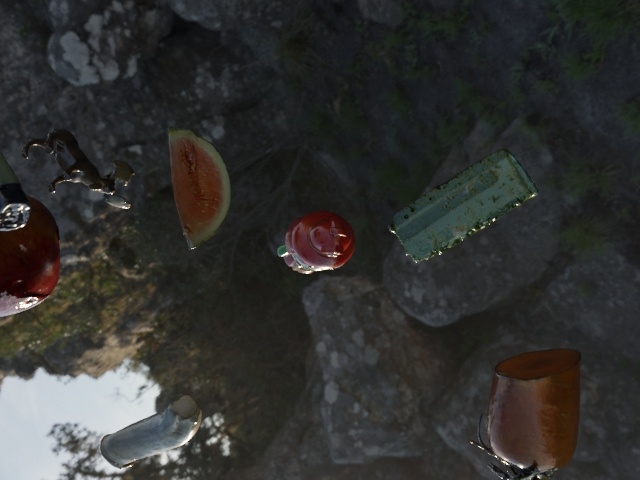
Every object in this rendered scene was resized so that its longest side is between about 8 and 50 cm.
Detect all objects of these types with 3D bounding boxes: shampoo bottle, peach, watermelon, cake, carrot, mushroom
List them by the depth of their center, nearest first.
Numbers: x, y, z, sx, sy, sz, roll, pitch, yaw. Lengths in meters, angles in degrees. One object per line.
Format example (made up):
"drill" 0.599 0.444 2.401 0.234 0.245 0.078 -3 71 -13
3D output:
"cake" 0.236 -0.055 0.970 0.100 0.235 0.099 58 -171 5
"shampoo bottle" -0.711 -0.166 1.168 0.359 0.078 0.134 50 127 18
"carrot" 0.466 0.406 1.266 0.193 0.214 0.331 -179 93 -70
"mushroom" -0.389 0.450 1.326 0.122 0.351 0.095 31 -141 -34
"peach" -0.862 0.015 1.385 0.353 0.416 0.339 -34 59 54
"watermelon" -0.296 -0.142 1.463 0.159 0.128 0.304 -66 -31 -82

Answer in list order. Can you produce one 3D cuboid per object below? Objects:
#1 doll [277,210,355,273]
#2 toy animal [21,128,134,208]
"doll" 0.000 0.001 1.533 0.363 0.182 0.160 159 118 -72
"toy animal" -0.497 -0.151 1.213 0.214 0.093 0.186 55 -160 -3
